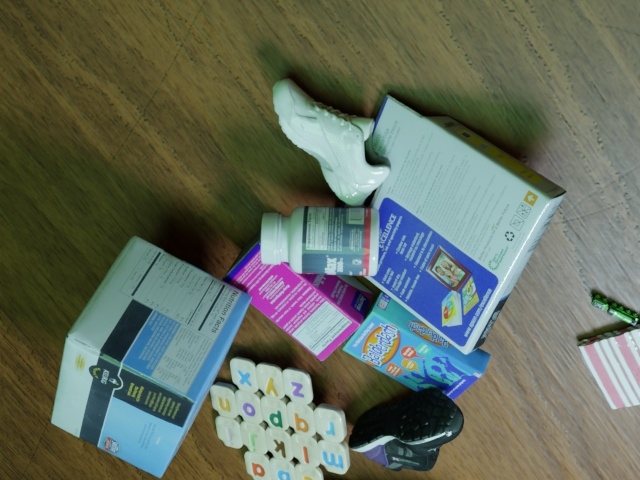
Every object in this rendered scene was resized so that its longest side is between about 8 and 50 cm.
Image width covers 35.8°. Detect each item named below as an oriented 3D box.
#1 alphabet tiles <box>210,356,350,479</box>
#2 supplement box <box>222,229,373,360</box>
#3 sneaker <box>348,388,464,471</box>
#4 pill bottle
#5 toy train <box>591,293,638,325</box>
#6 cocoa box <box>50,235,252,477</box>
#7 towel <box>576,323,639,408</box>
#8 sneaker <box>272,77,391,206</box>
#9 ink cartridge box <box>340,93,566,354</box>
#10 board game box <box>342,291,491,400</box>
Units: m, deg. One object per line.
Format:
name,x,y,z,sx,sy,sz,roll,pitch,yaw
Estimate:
alphabet tiles,-0.077,0.344,1.835,0.284,0.021,0.278,7,117,28
supplement box,-0.035,0.079,1.666,0.220,0.111,0.114,41,120,-8
sneaker,0.178,0.342,1.727,0.124,0.107,0.283,38,149,-16
pill bottle,0.000,0.000,1.541,0.180,0.108,0.108,2,118,2
toy train,0.472,0.112,1.589,0.083,0.023,0.017,27,121,1
cocoa box,-0.292,0.207,1.680,0.228,0.231,0.347,27,143,-1
towel,0.538,0.196,1.615,0.197,0.029,0.144,-21,110,27
sneaker,0.025,-0.171,1.527,0.115,0.090,0.232,-36,102,27
ink cartridge box,0.183,-0.029,1.549,0.307,0.072,0.303,39,125,25
board game box,0.158,0.188,1.673,0.210,0.047,0.160,30,146,0
